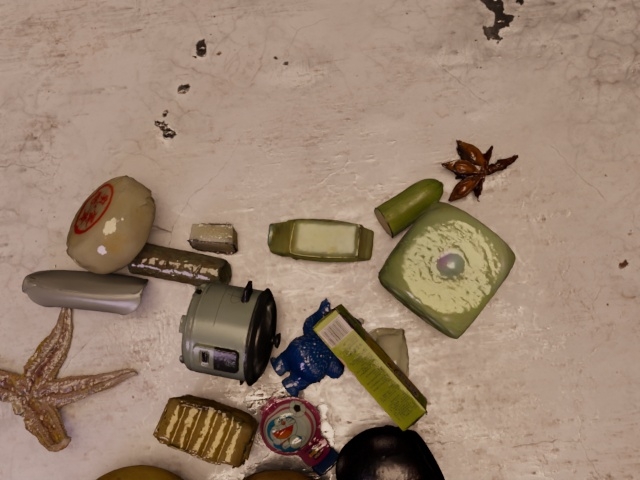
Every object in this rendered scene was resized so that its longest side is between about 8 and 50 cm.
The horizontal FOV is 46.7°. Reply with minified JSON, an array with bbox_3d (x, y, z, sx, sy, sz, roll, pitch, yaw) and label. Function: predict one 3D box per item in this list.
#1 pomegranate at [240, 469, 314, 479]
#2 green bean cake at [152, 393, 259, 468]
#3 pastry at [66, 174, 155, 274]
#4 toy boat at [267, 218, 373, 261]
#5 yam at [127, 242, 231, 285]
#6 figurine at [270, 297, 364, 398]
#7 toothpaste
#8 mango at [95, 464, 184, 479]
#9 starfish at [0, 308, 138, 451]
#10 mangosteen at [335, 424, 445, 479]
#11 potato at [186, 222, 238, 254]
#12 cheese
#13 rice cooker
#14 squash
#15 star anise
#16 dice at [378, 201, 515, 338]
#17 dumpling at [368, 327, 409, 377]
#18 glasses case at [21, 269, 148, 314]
[{"bbox_3d":[-0.118,0.721,1.661,0.416,0.416,0.417,0,82,3],"label":"pomegranate"},{"bbox_3d":[-0.265,0.453,1.785,0.229,0.224,0.131,18,80,3],"label":"green bean cake"},{"bbox_3d":[-0.530,-0.040,1.870,0.133,0.265,0.265,37,84,-33],"label":"pastry"},{"bbox_3d":[-0.001,-0.001,1.908,0.276,0.084,0.111,5,84,2],"label":"toy boat"},{"bbox_3d":[-0.360,0.067,1.910,0.259,0.093,0.093,11,82,4],"label":"yam"},{"bbox_3d":[-0.002,0.273,1.848,0.164,0.121,0.262,41,85,9],"label":"figurine"},{"bbox_3d":[0.119,0.293,1.747,0.077,0.110,0.327,-42,86,6],"label":"toothpaste"},{"bbox_3d":[-0.495,0.707,1.762,0.445,0.220,0.301,-17,84,3],"label":"mango"},{"bbox_3d":[-0.709,0.361,1.868,0.398,0.132,0.384,40,76,23],"label":"starfish"},{"bbox_3d":[0.169,0.571,1.717,0.233,0.287,0.288,-25,81,1],"label":"mangosteen"},{"bbox_3d":[-0.278,-0.007,1.925,0.122,0.086,0.061,3,68,5],"label":"potato"},{"bbox_3d":[-0.051,0.483,1.833,0.155,0.062,0.244,-42,101,0],"label":"cheese"},{"bbox_3d":[-0.209,0.225,1.807,0.227,0.241,0.281,10,115,6],"label":"rice cooker"},{"bbox_3d":[0.237,-0.093,1.911,0.188,0.095,0.095,-32,82,-7],"label":"squash"},{"bbox_3d":[0.393,-0.194,1.932,0.157,0.053,0.212,43,87,7],"label":"star anise"},{"bbox_3d":[0.304,0.070,1.799,0.254,0.250,0.252,38,84,7],"label":"dice"},{"bbox_3d":[0.154,0.301,1.849,0.134,0.100,0.169,-4,82,5],"label":"dumpling"},{"bbox_3d":[-0.593,0.129,1.905,0.308,0.128,0.083,6,107,3],"label":"glasses case"}]
